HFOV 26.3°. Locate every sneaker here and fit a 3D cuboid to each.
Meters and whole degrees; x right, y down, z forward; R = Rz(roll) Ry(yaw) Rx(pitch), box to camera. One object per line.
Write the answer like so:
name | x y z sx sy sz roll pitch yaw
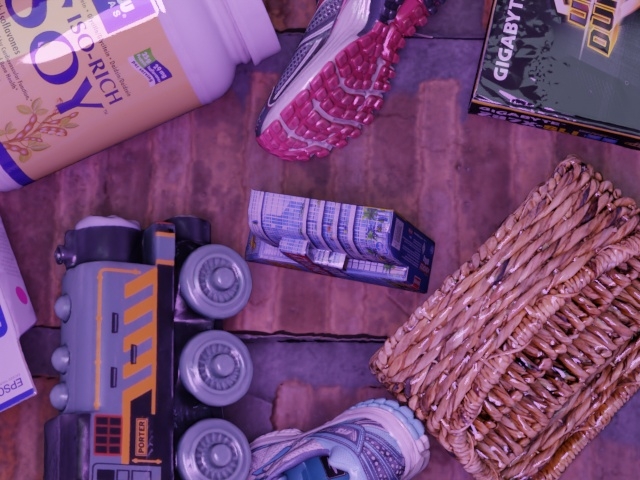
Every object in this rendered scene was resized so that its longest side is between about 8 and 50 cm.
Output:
sneaker | 0.028 -0.216 1.445 0.112 0.121 0.299 33 87 35
sneaker | -0.031 0.239 1.325 0.283 0.122 0.110 -36 85 39

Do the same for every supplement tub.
supplement tub | -0.230 -0.216 1.383 0.331 0.241 0.241 -25 83 1

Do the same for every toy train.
toy train | -0.173 0.131 1.355 0.190 0.142 0.334 7 74 -27

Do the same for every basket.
basket | 0.223 0.094 1.336 0.299 0.213 0.223 -44 82 -2

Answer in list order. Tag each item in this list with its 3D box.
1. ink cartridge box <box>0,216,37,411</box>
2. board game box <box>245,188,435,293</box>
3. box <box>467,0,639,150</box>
ink cartridge box | -0.406 0.026 1.407 0.176 0.069 0.371 -27 71 13
board game box | 0.000 0.000 1.393 0.194 0.194 0.060 8 83 18
box | 0.314 -0.264 1.442 0.257 0.079 0.322 14 84 3
